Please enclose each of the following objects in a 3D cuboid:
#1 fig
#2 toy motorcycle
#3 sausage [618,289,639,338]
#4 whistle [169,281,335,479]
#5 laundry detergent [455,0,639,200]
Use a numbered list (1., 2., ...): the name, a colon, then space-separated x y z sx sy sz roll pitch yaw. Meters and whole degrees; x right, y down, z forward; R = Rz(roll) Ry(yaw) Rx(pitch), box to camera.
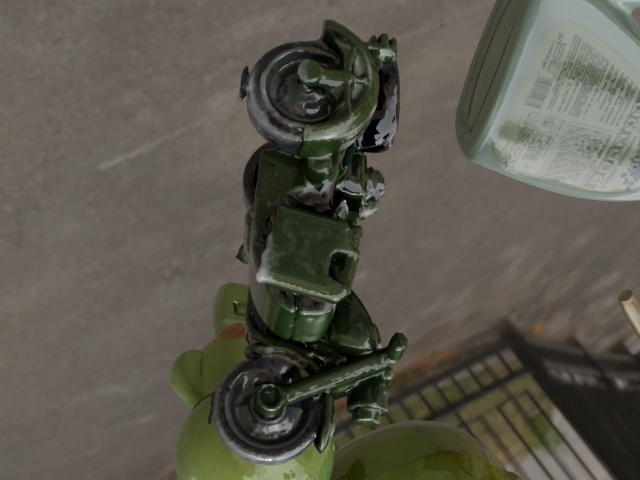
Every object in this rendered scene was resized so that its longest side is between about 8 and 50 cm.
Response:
1. fig: 0.055 0.316 1.083 0.326 0.258 0.258 -29 158 -6
2. toy motorcycle: 0.000 0.000 0.778 0.127 0.275 0.205 5 157 -4
3. sausage: 0.410 0.114 1.493 0.024 0.024 0.132 -36 118 -1
4. whistle: -0.057 0.126 1.018 0.141 0.294 0.141 -2 139 -2
5. laundry detergent: 0.280 -0.134 1.057 0.280 0.105 0.215 10 122 -11
